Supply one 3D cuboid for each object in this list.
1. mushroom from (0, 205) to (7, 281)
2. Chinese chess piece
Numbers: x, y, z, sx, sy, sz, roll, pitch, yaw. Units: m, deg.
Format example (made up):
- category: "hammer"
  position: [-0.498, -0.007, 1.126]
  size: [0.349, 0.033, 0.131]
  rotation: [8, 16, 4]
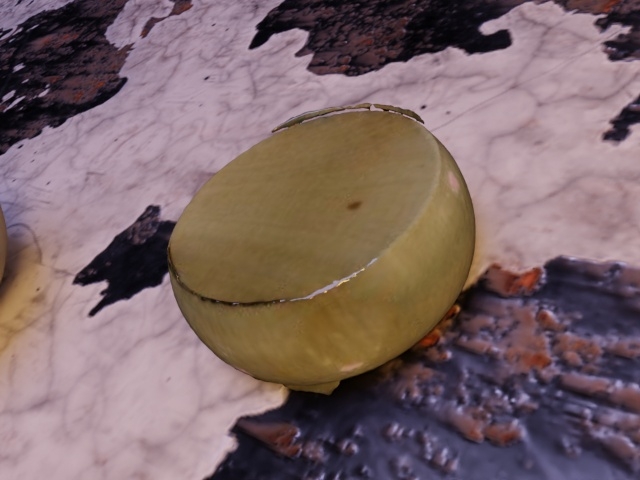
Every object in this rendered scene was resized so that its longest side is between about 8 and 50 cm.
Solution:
- category: "mushroom"
  position: [-0.428, 0.023, 0.574]
  size: [0.314, 0.314, 0.336]
  rotation: [29, 83, 49]
- category: "Chinese chess piece"
  position: [0.000, 0.000, 0.457]
  size: [0.188, 0.083, 0.188]
  rotation: [-18, 37, 14]
